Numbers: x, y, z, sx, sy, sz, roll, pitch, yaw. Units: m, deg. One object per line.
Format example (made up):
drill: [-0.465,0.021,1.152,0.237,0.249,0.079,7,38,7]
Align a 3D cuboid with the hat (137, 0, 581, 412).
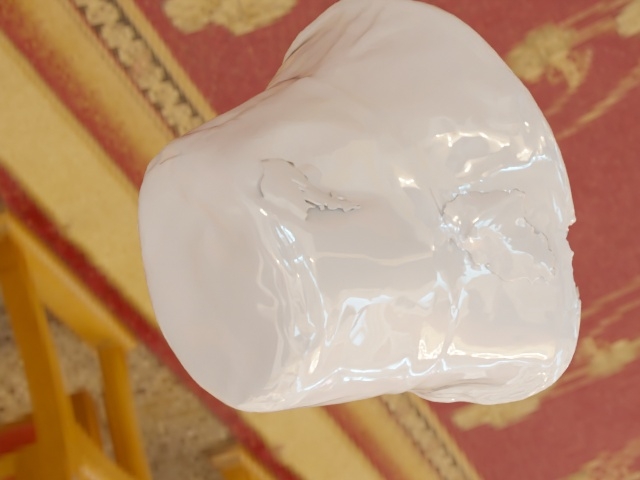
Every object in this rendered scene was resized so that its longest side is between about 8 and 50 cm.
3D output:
hat: [0.000,0.000,0.719,0.126,0.203,0.203,-20,149,-33]
